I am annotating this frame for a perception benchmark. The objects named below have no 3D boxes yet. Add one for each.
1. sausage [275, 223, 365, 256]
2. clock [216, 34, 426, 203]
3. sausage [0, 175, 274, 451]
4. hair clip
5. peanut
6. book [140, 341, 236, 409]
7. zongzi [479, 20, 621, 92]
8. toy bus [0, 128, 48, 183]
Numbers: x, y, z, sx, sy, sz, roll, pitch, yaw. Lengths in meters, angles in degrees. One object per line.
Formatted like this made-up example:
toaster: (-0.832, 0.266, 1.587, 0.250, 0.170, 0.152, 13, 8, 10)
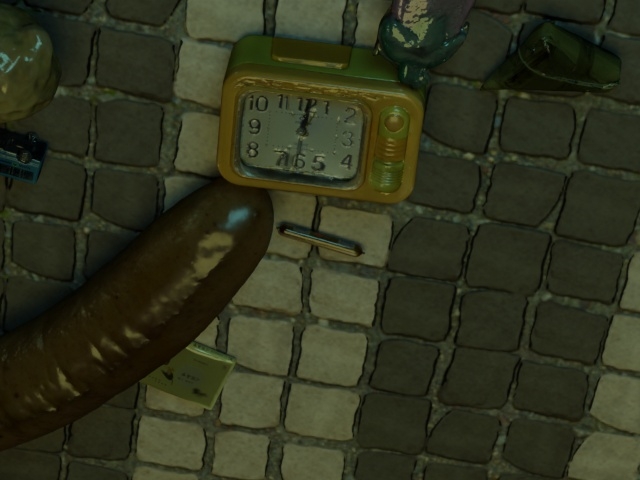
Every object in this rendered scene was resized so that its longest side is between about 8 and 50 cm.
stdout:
sausage: (0.000, 0.000, 2.120, 0.100, 0.015, 0.015, 16, 125, -6)
clock: (0.001, -0.121, 1.990, 0.202, 0.096, 0.143, 7, 128, 2)
sausage: (-0.233, 0.097, 2.149, 0.500, 0.123, 0.136, -34, 86, 25)
hair clip: (0.159, -0.305, 1.858, 0.110, 0.095, 0.359, 43, 118, 9)
peanut: (-0.404, -0.168, 1.975, 0.291, 0.143, 0.159, -3, 158, 1)
book: (-0.160, 0.144, 2.235, 0.111, 0.014, 0.077, 22, 124, -9)
zongzi: (0.232, -0.161, 1.972, 0.104, 0.052, 0.113, 27, 136, -19)
toy bus: (-0.331, -0.092, 2.076, 0.083, 0.038, 0.046, 16, 128, -4)
